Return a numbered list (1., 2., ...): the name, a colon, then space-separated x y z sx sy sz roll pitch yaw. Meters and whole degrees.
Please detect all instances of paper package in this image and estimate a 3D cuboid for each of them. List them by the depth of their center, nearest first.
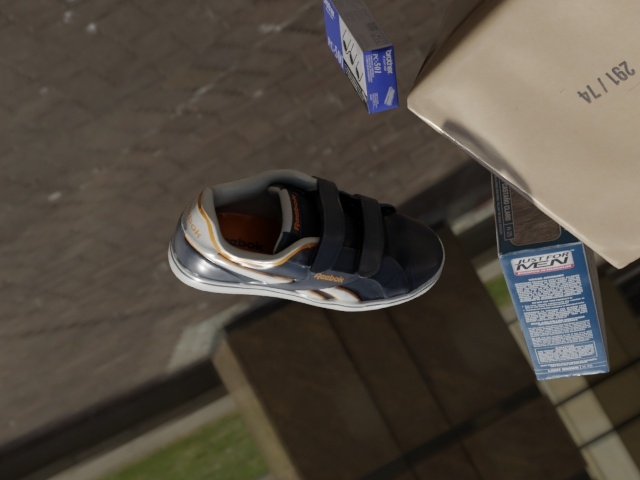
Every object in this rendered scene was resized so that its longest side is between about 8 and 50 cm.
1. paper package: 0.299 -0.178 1.299 0.325 0.309 0.168 -42 -163 43

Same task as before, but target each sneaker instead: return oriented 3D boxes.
1. sneaker: 0.000 0.000 1.511 0.321 0.126 0.127 1 149 -17

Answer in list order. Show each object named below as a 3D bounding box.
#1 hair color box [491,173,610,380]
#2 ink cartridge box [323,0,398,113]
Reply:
1. hair color box: 0.296 0.025 1.744 0.105 0.174 0.347 -9 147 12
2. ink cartridge box: 0.053 -0.267 1.869 0.046 0.207 0.097 -14 128 -8
